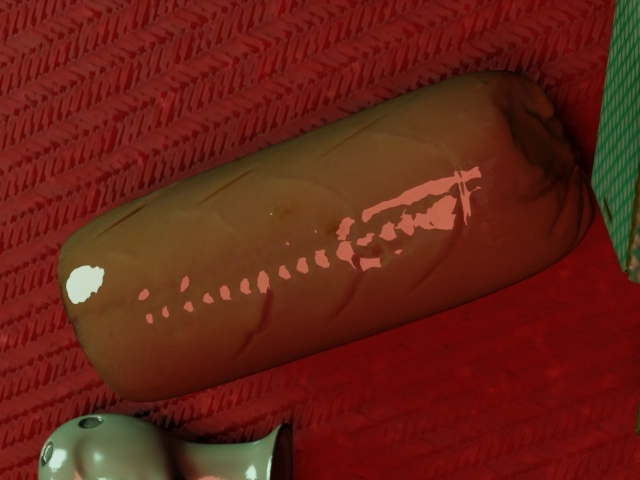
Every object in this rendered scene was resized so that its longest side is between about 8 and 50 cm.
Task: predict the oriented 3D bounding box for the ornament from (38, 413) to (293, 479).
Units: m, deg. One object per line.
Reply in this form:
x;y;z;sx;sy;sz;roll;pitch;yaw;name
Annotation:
-0.099;0.144;1.111;0.156;0.081;0.074;3;103;13;ornament

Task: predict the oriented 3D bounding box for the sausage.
0.001;0.000;1.011;0.304;0.121;0.121;-20;99;20;sausage

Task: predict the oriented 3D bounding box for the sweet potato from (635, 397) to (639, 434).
0.261;0.022;0.950;0.097;0.097;0.251;37;105;4;sweet potato

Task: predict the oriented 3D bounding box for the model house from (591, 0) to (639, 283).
0.215;-0.076;0.806;0.271;0.206;0.178;39;138;40;model house
